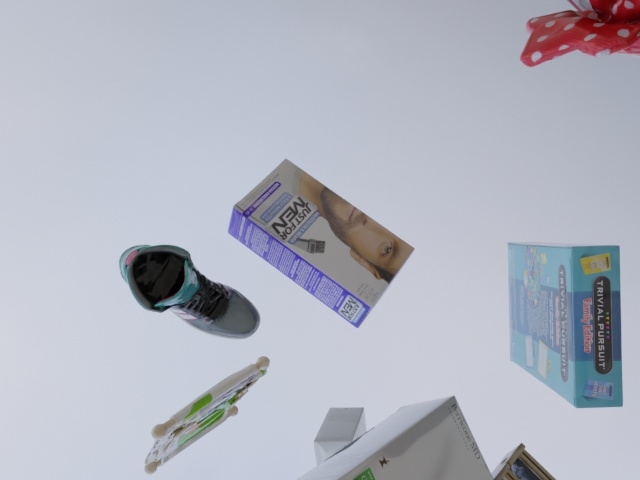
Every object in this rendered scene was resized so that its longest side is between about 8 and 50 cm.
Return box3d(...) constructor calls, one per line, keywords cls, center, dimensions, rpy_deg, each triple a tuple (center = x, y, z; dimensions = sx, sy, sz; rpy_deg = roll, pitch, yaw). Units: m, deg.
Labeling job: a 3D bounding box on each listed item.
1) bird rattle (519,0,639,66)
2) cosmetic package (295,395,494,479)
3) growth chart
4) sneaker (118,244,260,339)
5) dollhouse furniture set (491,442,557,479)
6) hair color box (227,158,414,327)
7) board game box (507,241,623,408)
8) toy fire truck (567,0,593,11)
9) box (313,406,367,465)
box3d(cls="bird rattle", center=(0.296, -0.154, 0.448), dimensions=(0.254, 0.142, 0.207), rpy_deg=(10, -167, 27))
box3d(cls="cosmetic package", center=(0.122, 0.435, 0.985), dimensions=(0.366, 0.155, 0.196), rpy_deg=(-18, -100, -43))
box3d(cls="growth chart", center=(-0.136, 0.208, 0.684), dimensions=(0.172, 0.237, 0.021), rpy_deg=(-30, -107, -33))
box3d(cls="sneaker", center=(-0.234, 0.095, 1.040), dimensions=(0.296, 0.178, 0.123), rpy_deg=(29, -100, -10))
box3d(cls="dollhouse furniture set", center=(0.377, 0.529, 1.143), dimensions=(0.129, 0.183, 0.129), rpy_deg=(-30, -115, -38))
box3d(cls="hair color box", center=(0.000, 0.000, 1.177), dimensions=(0.339, 0.110, 0.185), rpy_deg=(36, -125, 7))
box3d(cls="board game box", center=(0.432, 0.131, 1.044), dimensions=(0.079, 0.253, 0.336), rpy_deg=(-2, -179, 1))
box3d(cls="toy fire truck", center=(0.509, -0.532, 0.991), dimensions=(0.302, 0.254, 0.169), rpy_deg=(23, -138, -31))
box3d(cls="box", center=(0.054, 0.492, 1.355), dimensions=(0.091, 0.129, 0.170), rpy_deg=(-5, -172, 15))
